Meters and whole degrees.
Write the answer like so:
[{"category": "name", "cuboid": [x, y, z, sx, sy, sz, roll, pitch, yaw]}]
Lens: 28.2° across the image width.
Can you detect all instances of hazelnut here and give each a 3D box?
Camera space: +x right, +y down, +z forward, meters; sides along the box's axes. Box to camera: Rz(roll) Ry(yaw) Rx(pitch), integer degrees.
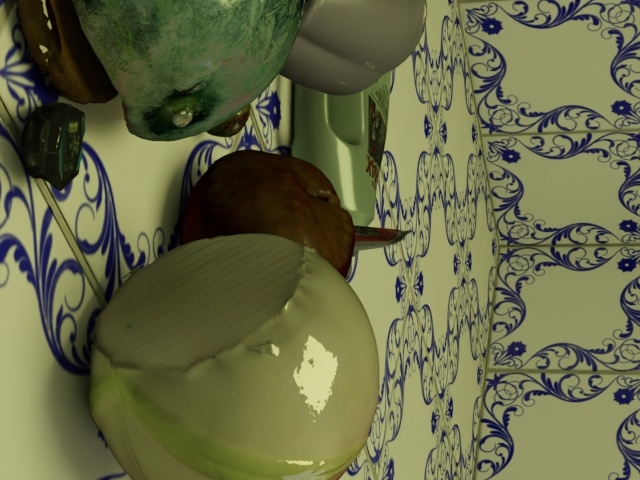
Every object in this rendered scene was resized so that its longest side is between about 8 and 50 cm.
[{"category": "hazelnut", "cuboid": [-0.071, 0.012, 1.525, 0.251, 0.217, 0.217, -97, 174, -50]}]

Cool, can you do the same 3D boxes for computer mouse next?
[{"category": "computer mouse", "cuboid": [-0.246, -0.090, 1.171, 0.135, 0.047, 0.079, -62, 162, -81]}]

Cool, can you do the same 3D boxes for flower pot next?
[{"category": "flower pot", "cuboid": [-0.020, -0.330, 1.643, 0.243, 0.265, 0.265, -1, 90, -64]}]

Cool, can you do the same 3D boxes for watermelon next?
[{"category": "watermelon", "cuboid": [-0.112, -0.201, 1.237, 0.322, 0.188, 0.175, 37, 48, -63]}]

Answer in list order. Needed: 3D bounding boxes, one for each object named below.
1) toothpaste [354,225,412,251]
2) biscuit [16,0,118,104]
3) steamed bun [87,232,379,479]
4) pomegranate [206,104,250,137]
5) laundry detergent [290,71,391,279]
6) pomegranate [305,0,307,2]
[{"category": "toothpaste", "cuboid": [0.000, 0.000, 1.688, 0.089, 0.234, 0.057, -37, 125, -71]}, {"category": "biscuit", "cuboid": [-0.235, -0.239, 1.225, 0.226, 0.042, 0.226, -3, 90, -74]}, {"category": "steamed bun", "cuboid": [-0.073, 0.164, 1.300, 0.309, 0.309, 0.309, -1, 90, -74]}, {"category": "pomegranate", "cuboid": [-0.121, -0.156, 1.583, 0.073, 0.073, 0.084, -74, 172, -45]}, {"category": "laundry detergent", "cuboid": [0.021, -0.138, 1.966, 0.264, 0.125, 0.398, 52, 40, -62]}, {"category": "pomegranate", "cuboid": [-0.094, -0.369, 1.398, 0.270, 0.254, 0.254, 16, 71, -44]}]
